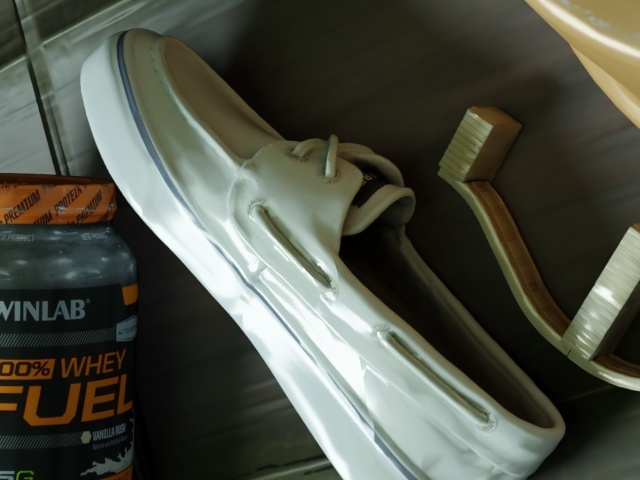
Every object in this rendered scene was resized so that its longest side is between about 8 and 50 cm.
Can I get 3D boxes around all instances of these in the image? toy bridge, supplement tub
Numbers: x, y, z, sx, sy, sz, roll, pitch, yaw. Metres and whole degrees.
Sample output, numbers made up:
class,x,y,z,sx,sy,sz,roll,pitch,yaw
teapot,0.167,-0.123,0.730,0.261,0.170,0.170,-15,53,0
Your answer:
class,x,y,z,sx,sy,sz,roll,pitch,yaw
toy bridge,0.120,0.022,0.593,0.188,0.026,0.063,40,117,26
supplement tub,-0.148,0.064,0.726,0.117,0.117,0.190,6,98,34

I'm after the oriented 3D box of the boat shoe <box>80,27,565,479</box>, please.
class,x,y,z,sx,sy,sz,roll,pitch,yaw
boat shoe,0.000,0.000,0.634,0.088,0.096,0.267,-43,71,25

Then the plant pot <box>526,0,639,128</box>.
class,x,y,z,sx,sy,sz,roll,pitch,yaw
plant pot,0.166,-0.143,0.443,0.291,0.203,0.290,2,94,34
